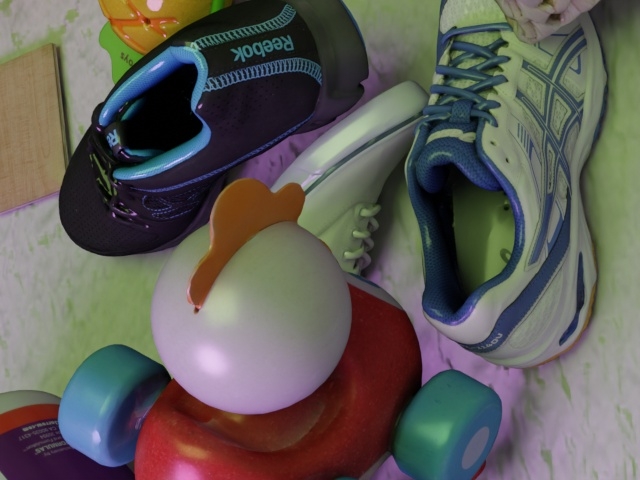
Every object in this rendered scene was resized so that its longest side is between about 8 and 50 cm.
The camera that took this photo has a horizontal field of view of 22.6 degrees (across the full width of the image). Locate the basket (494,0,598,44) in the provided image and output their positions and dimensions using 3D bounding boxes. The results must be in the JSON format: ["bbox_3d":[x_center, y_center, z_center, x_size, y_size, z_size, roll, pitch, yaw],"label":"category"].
[{"bbox_3d":[0.116,-0.349,0.929,0.266,0.331,0.328,-35,61,8],"label":"basket"}]

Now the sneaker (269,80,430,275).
[{"bbox_3d":[0.000,0.000,1.125,0.091,0.094,0.258,47,111,10],"label":"sneaker"}]

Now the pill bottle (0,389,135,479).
[{"bbox_3d":[-0.160,0.264,1.110,0.323,0.181,0.181,42,104,30],"label":"pill bottle"}]

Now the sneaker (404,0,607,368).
[{"bbox_3d":[0.114,-0.070,1.031,0.112,0.131,0.296,-13,73,31],"label":"sneaker"}]

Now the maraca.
[{"bbox_3d":[-0.122,-0.186,1.222,0.127,0.099,0.186,42,130,31],"label":"maraca"}]

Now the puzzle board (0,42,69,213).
[{"bbox_3d":[-0.250,-0.090,1.331,0.096,0.011,0.128,-18,72,30],"label":"puzzle board"}]

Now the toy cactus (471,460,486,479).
[{"bbox_3d":[0.001,0.186,1.081,0.219,0.112,0.180,11,97,24],"label":"toy cactus"}]

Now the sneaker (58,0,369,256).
[{"bbox_3d":[-0.117,-0.077,1.124,0.341,0.139,0.125,-36,77,48],"label":"sneaker"}]

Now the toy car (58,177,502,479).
[{"bbox_3d":[-0.024,0.050,0.936,0.219,0.210,0.238,28,140,26],"label":"toy car"}]
